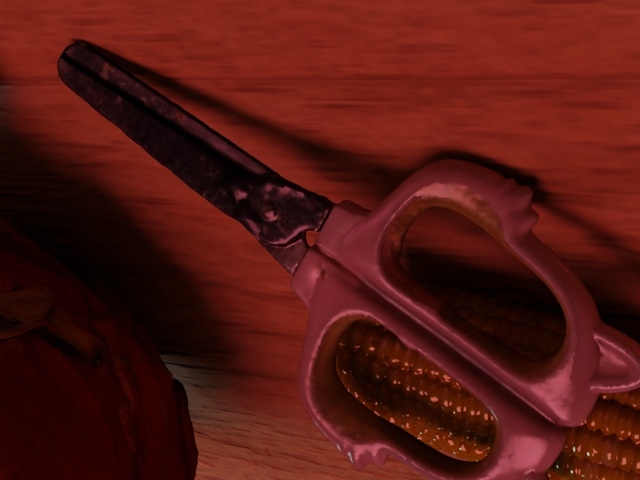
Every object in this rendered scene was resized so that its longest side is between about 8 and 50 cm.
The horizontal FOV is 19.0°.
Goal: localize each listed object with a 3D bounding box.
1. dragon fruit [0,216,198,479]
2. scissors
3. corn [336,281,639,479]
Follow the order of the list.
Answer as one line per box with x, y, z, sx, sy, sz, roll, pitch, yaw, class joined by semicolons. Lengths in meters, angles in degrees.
-0.207;0.128;1.087;0.277;0.277;0.342;11;161;32;dragon fruit
0.000;0.000;0.875;0.317;0.024;0.160;37;114;16;scissors
0.119;0.078;0.888;0.248;0.081;0.081;18;150;24;corn
